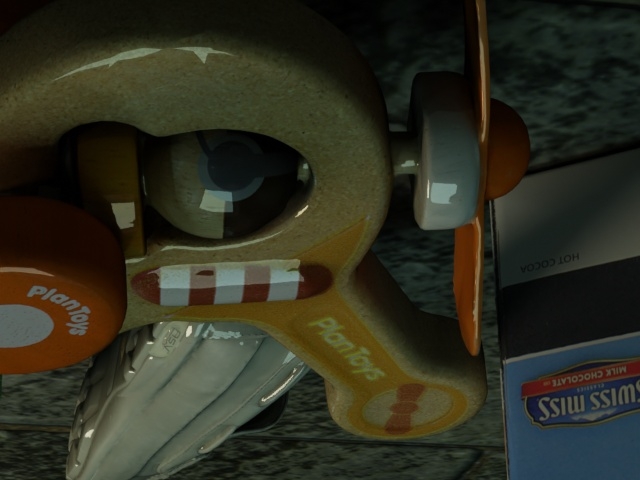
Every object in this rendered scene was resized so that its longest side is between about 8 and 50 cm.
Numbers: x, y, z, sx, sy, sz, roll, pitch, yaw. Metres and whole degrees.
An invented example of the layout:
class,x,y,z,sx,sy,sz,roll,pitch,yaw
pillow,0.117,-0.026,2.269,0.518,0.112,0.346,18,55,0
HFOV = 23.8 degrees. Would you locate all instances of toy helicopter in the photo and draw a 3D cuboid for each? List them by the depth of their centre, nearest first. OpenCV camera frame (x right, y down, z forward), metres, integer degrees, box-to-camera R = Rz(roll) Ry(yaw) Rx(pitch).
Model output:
class,x,y,z,sx,sy,sz,roll,pitch,yaw
toy helicopter,0.000,0.000,0.649,0.235,0.140,0.355,-20,146,17

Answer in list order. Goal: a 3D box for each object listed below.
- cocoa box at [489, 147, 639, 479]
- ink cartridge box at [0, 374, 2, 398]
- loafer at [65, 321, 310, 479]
class,x,y,z,sx,sy,sz,roll,pitch,yaw
cocoa box,0.285,0.075,0.718,0.347,0.228,0.231,-14,153,28
ink cartridge box,-0.320,0.051,0.804,0.278,0.117,0.201,8,155,-19
loafer,-0.075,0.087,0.896,0.111,0.112,0.319,16,152,-15
